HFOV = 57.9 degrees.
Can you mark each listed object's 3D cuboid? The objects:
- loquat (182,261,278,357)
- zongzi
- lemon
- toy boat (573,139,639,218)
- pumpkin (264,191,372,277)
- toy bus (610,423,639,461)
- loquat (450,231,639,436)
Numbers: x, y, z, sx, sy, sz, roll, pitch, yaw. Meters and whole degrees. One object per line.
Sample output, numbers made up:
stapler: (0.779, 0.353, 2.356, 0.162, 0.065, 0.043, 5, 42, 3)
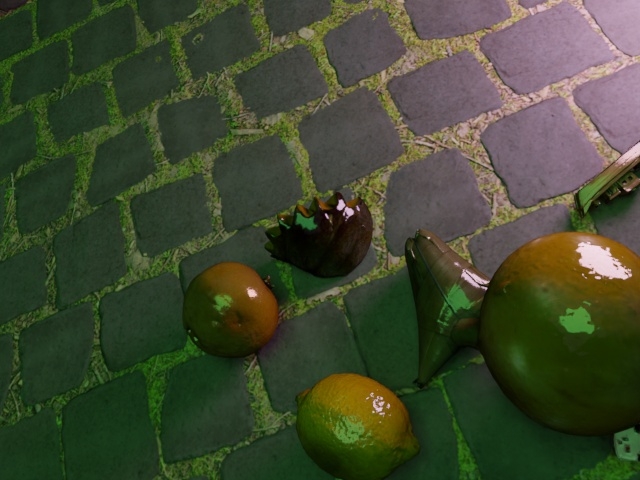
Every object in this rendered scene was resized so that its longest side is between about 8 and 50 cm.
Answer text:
loquat: (-0.192, 0.146, 1.235, 0.207, 0.208, 0.208, -8, 65, 17)
zongzi: (0.209, 0.131, 1.154, 0.256, 0.115, 0.228, -50, 59, 5)
lemon: (0.059, 0.342, 1.064, 0.256, 0.188, 0.188, 14, 73, 28)
toy boat: (0.592, -0.120, 1.149, 0.206, 0.064, 0.072, -41, 78, 1)
pumpkin: (0.000, 0.000, 1.267, 0.253, 0.130, 0.149, -29, 61, 4)
toy bus: (0.582, 0.329, 0.935, 0.203, 0.090, 0.063, -3, 77, 18)
loquat: (0.393, 0.150, 0.952, 0.359, 0.328, 0.329, -3, 66, 27)
